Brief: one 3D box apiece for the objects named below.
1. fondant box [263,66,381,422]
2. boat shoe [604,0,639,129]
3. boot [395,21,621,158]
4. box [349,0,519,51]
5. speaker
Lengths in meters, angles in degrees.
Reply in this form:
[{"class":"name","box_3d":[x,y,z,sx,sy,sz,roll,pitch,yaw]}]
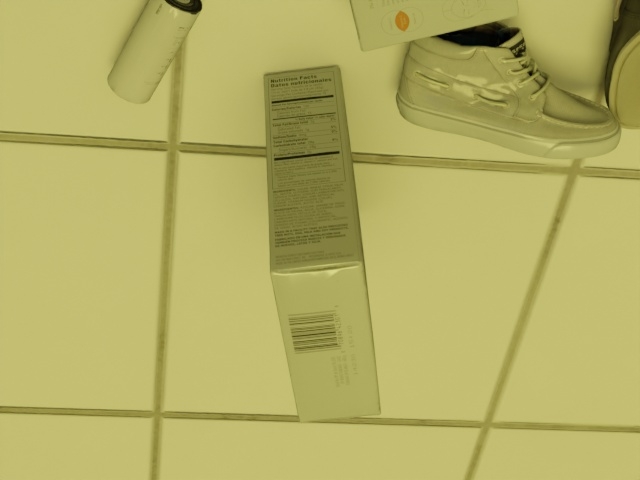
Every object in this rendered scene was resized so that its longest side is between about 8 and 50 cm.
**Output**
[{"class":"fondant box","box_3d":[0.000,0.000,1.349,0.096,0.330,0.238,-6,133,3]},{"class":"boat shoe","box_3d":[0.380,-0.269,1.313,0.112,0.095,0.335,2,137,-3]},{"class":"boot","box_3d":[0.217,-0.174,1.350,0.258,0.095,0.123,10,130,3]},{"class":"box","box_3d":[0.108,-0.289,1.256,0.170,0.091,0.130,-12,133,5]},{"class":"speaker","box_3d":[-0.182,-0.214,1.324,0.055,0.055,0.136,20,128,-22]}]
